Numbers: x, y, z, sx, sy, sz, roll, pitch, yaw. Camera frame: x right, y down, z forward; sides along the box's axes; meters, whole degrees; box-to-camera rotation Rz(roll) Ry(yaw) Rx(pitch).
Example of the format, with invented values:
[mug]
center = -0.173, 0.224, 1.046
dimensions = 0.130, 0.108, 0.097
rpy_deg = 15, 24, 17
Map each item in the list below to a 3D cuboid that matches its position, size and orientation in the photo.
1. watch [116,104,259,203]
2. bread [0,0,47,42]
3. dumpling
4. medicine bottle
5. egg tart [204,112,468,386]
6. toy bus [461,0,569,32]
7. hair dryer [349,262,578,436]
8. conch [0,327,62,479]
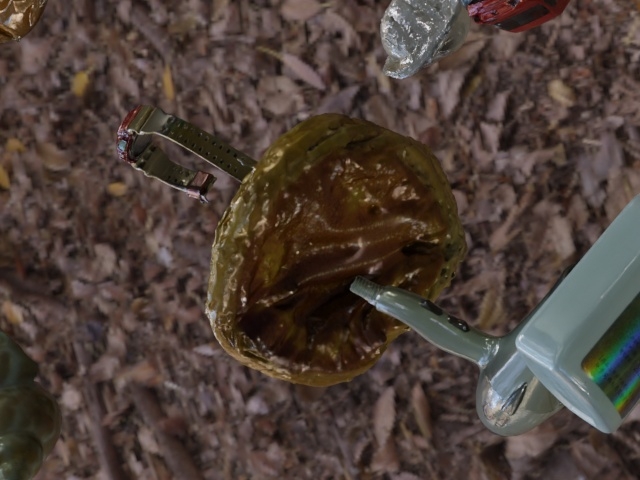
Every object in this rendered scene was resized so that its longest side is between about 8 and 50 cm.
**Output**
[watch]
center = -0.228, -0.139, 1.889
dimensions = 0.268, 0.102, 0.165
rpy_deg = 29, 154, -1
[bread]
center = -0.490, -0.376, 1.375
dimensions = 0.156, 0.288, 0.204
rpy_deg = 60, 137, 50
[dumpling]
center = 0.153, -0.304, 1.560
dimensions = 0.176, 0.092, 0.150
rpy_deg = -16, 59, 30
[medicine bottle]
center = 0.263, 0.034, 0.860
dimensions = 0.121, 0.229, 0.083
rpy_deg = 46, 171, -38
[egg tart]
center = 0.000, 0.000, 1.302
dimensions = 0.153, 0.339, 0.351
rpy_deg = 23, 75, 51
[toy bus]
center = 0.236, -0.293, 1.233
dimensions = 0.081, 0.195, 0.089
rpy_deg = -18, 115, 41
[hair dryer]
center = 0.164, 0.070, 0.992
dimensions = 0.225, 0.088, 0.219
rpy_deg = 43, 137, -5
[conch]
center = -0.303, 0.157, 1.001
dimensions = 0.116, 0.106, 0.173
rpy_deg = -40, 75, 39
